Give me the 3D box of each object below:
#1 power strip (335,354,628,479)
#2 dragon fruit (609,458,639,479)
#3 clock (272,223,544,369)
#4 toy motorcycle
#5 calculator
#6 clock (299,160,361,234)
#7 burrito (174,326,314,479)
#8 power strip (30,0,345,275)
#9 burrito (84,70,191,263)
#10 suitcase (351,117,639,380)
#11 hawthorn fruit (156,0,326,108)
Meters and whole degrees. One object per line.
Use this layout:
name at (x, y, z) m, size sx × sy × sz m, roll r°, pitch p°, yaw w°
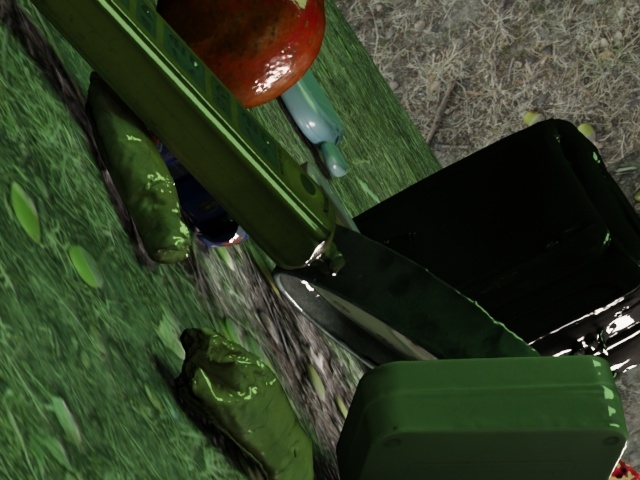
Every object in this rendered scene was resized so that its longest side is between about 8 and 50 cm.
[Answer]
power strip at (0.133, 0.221, 1.759) m, size 0.261 × 0.229 × 0.141 m, roll 106°, pitch -20°, yaw -52°
dragon fruit at (0.363, 0.366, 2.523) m, size 0.330 × 0.240 × 0.302 m, roll 66°, pitch -11°, yaw -9°
clock at (0.095, 0.093, 1.915) m, size 0.319 × 0.066 × 0.319 m, roll 34°, pitch -11°, yaw 7°
toy motorcycle at (-0.106, -0.061, 1.752) m, size 0.205 × 0.076 × 0.114 m, roll 52°, pitch 20°, yaw -43°
calculator at (-0.036, -0.219, 2.736) m, size 0.303 × 0.042 × 0.188 m, roll 59°, pitch 7°, yaw 11°
clock at (0.000, 0.000, 2.163) m, size 0.172 × 0.064 × 0.198 m, roll 63°, pitch 9°, yaw 11°
burrito at (-0.051, 0.134, 1.497) m, size 0.058 × 0.063 × 0.229 m, roll 20°, pitch -22°, yaw 28°
power strip at (-0.099, -0.103, 1.625) m, size 0.387 × 0.066 × 0.092 m, roll 48°, pitch 15°, yaw -26°
burrito at (-0.147, -0.060, 1.581) m, size 0.188 × 0.045 × 0.058 m, roll 62°, pitch -5°, yaw 27°
suitcase at (0.211, 0.056, 2.285) m, size 0.188 × 0.345 × 0.339 m, roll 59°, pitch 7°, yaw -45°
hawthorn fruit at (-0.081, -0.231, 2.085) m, size 0.189 × 0.189 × 0.189 m, roll 58°, pitch 9°, yaw -15°
